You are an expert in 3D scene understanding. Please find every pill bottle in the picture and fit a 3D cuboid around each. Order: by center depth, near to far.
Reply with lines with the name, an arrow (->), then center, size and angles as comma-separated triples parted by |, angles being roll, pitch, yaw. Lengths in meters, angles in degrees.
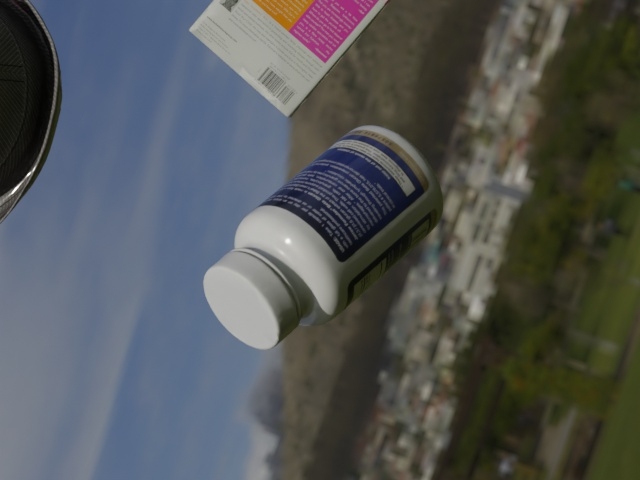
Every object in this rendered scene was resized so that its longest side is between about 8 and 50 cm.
pill bottle -> 0.000, 0.000, 1.297 | 0.169, 0.094, 0.094 | -40, -24, -32

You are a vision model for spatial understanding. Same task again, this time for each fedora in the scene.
fedora -> -0.342, -0.110, 1.457 | 0.124, 0.275, 0.243 | 4, -96, -65

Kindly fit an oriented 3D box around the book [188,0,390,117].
book -> -0.011, -0.173, 1.330 | 0.144, 0.096, 0.035 | -48, -1, 7
